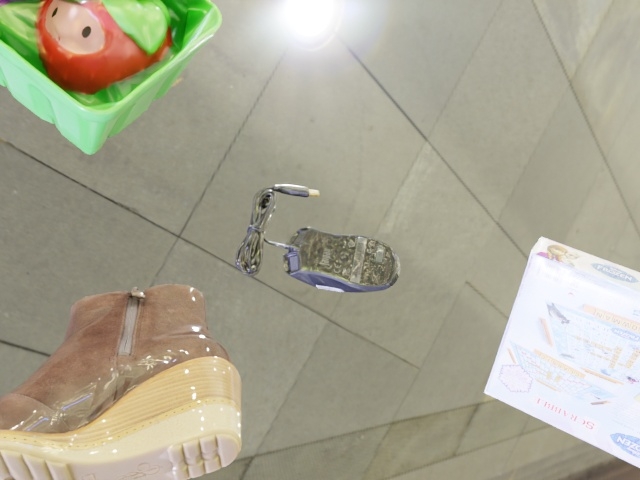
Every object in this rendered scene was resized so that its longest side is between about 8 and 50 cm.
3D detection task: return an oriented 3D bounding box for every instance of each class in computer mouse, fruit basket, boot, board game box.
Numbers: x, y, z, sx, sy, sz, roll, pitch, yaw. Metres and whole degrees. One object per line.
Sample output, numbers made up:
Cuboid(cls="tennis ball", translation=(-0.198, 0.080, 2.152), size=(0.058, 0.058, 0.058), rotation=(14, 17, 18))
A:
Cuboid(cls="computer mouse", translation=(0.000, 0.000, 1.043), size=(0.060, 0.261, 0.184), rotation=(99, -2, -59))
Cuboid(cls="fruit basket", translation=(-0.302, -0.340, 0.740), size=(0.283, 0.391, 0.392), rotation=(-53, 138, -34))
Cuboid(cls="boot", translation=(-0.190, 0.113, 0.484), size=(0.248, 0.207, 0.090), rotation=(-5, 117, -19))
Cuboid(cls="board game box", translation=(0.464, 0.193, 1.043), size=(0.066, 0.318, 0.318), rotation=(-37, 143, -48))
